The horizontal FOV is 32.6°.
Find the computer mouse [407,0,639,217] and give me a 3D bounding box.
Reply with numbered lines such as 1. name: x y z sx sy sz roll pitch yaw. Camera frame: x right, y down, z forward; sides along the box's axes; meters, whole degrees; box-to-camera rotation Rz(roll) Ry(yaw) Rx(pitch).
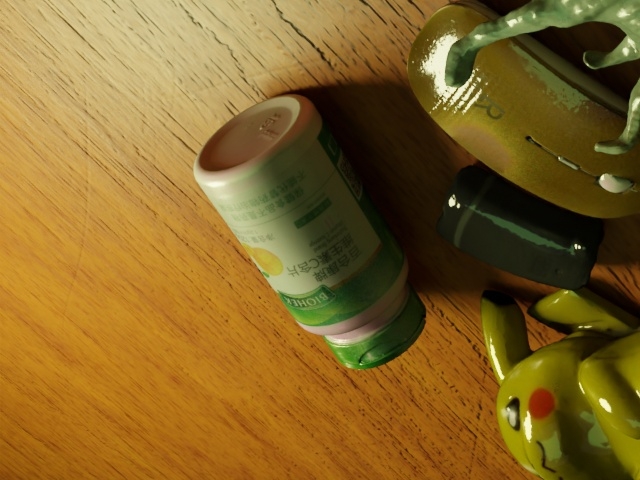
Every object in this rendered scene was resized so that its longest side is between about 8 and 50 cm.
1. computer mouse: 0.182 -0.100 0.896 0.245 0.056 0.126 34 144 -4

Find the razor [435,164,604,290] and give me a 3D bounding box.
1. razor: 0.182 -0.006 1.001 0.148 0.054 0.090 25 147 11

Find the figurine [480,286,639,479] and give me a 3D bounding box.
1. figurine: 0.277 0.142 1.014 0.327 0.169 0.218 -16 107 42

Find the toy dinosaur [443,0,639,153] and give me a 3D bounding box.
1. toy dinosaur: 0.168 -0.201 0.763 0.206 0.092 0.392 -10 109 39

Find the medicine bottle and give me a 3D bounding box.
1. medicine bottle: 0.000 0.000 1.076 0.133 0.133 0.274 -6 130 40
